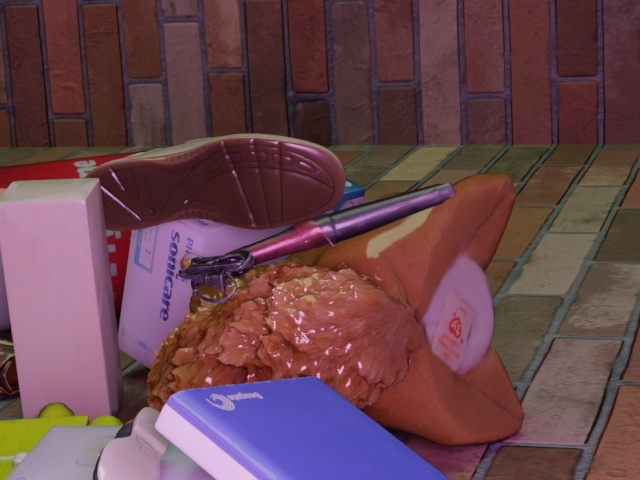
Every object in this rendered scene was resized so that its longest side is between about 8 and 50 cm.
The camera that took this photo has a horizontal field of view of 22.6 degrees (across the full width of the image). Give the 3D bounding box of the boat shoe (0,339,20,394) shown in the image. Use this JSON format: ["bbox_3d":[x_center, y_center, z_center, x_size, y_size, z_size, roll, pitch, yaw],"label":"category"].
[{"bbox_3d":[-0.383,0.155,1.929,0.178,0.064,0.060,-1,11,-2],"label":"boat shoe"}]

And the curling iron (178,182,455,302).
[{"bbox_3d":[0.000,0.000,1.509,0.274,0.035,0.068,-19,28,-10],"label":"curling iron"}]

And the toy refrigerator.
[{"bbox_3d":[-0.289,0.070,1.796,0.102,0.269,0.094,-3,20,5],"label":"toy refrigerator"}]

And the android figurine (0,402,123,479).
[{"bbox_3d":[-0.325,0.225,1.630,0.248,0.056,0.273,-3,11,-1],"label":"android figurine"}]

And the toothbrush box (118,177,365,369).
[{"bbox_3d":[-0.098,0.034,2.008,0.126,0.216,0.295,27,30,33],"label":"toothbrush box"}]

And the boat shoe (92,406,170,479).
[{"bbox_3d":[-0.150,0.172,1.226,0.043,0.049,0.137,-43,7,17],"label":"boat shoe"}]

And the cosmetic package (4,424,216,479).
[{"bbox_3d":[-0.141,0.246,1.304,0.225,0.138,0.224,-3,12,8],"label":"cosmetic package"}]

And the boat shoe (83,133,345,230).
[{"bbox_3d":[-0.117,-0.070,1.813,0.302,0.109,0.098,-6,16,13],"label":"boat shoe"}]

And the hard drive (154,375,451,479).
[{"bbox_3d":[0.050,0.212,1.233,0.319,0.040,0.210,35,18,28],"label":"hard drive"}]

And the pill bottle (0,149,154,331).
[{"bbox_3d":[-0.375,0.004,2.226,0.408,0.229,0.229,-8,14,-19],"label":"pill bottle"}]

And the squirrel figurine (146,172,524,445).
[{"bbox_3d":[-0.029,0.092,1.688,0.370,0.281,0.397,-1,9,40],"label":"squirrel figurine"}]
